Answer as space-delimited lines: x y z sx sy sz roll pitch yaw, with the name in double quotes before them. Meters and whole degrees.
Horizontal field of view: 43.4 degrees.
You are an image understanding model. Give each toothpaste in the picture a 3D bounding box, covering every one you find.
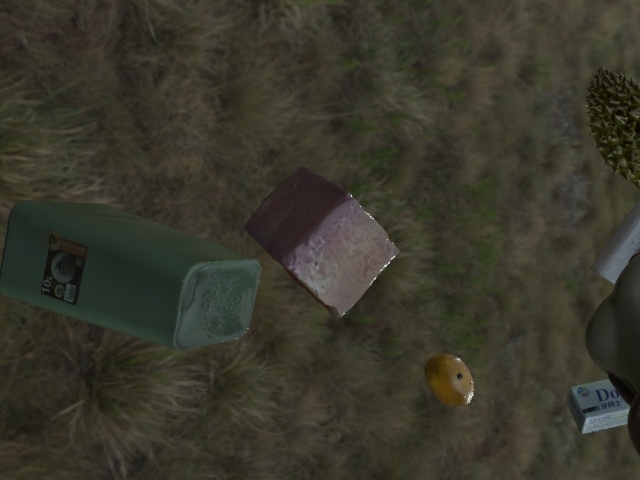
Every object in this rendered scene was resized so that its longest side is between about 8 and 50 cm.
"toothpaste" 0.688 0.320 1.669 0.067 0.337 0.081 85 -8 -45

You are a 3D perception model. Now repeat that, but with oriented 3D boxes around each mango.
"mango" 0.356 0.388 2.216 0.109 0.147 0.227 -50 154 -17

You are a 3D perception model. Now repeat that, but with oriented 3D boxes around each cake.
"cake" 0.000 0.000 1.860 0.230 0.309 0.237 -47 121 -1

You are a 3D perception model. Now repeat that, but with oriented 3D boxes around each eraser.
"eraser" 0.780 0.003 1.881 0.174 0.270 0.095 31 7 -16

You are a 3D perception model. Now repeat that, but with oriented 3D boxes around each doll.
"doll" 0.455 0.162 0.971 0.226 0.215 0.370 29 31 -10

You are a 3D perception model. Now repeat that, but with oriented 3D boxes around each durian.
"durian" 0.615 -0.185 1.457 0.166 0.306 0.172 -78 -170 -60

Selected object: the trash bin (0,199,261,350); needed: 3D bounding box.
"trash bin" -0.293 0.047 1.259 0.223 0.344 0.158 -1 103 -62
